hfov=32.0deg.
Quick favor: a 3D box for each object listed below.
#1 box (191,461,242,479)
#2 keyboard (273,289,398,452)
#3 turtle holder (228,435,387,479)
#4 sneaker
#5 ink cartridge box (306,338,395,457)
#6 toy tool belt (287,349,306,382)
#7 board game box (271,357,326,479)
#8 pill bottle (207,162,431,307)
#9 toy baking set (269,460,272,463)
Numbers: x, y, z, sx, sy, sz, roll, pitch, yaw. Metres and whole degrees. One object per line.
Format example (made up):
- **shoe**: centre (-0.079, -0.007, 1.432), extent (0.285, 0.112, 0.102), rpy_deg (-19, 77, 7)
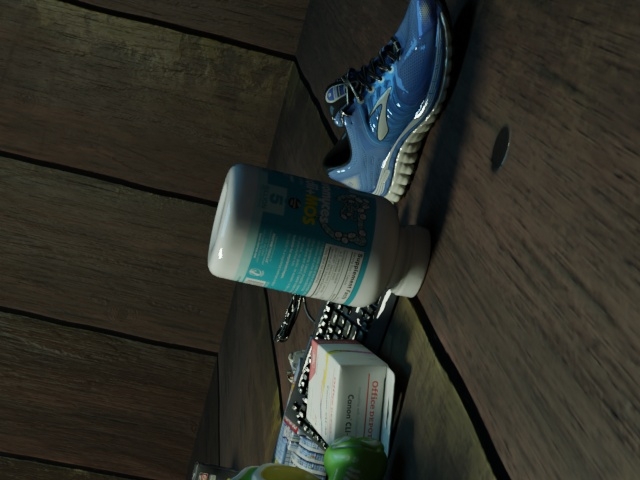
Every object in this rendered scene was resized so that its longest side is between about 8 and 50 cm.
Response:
- **box**: centre (-0.134, 0.486, 1.783), extent (0.056, 0.183, 0.231), rpy_deg (140, 142, -76)
- **keyboard**: centre (0.003, 0.134, 1.600), extent (0.201, 0.033, 0.317), rpy_deg (41, 124, 38)
- **turtle holder**: centre (-0.060, 0.367, 1.353), extent (0.227, 0.243, 0.320), rpy_deg (-54, -26, -61)
- **sneaker**: centre (0.085, -0.198, 1.524), extent (0.130, 0.147, 0.330), rpy_deg (-91, 18, -55)
- **ink cartridge box**: centre (0.037, 0.202, 1.441), extent (0.198, 0.067, 0.115), rpy_deg (-156, 69, -75)
- **toy tool belt**: centre (-0.030, 0.232, 1.949), extent (0.083, 0.052, 0.051), rpy_deg (-86, -18, -57)
- **board game box**: centre (-0.020, 0.287, 1.753), extent (0.194, 0.060, 0.194), rpy_deg (175, 107, -80)
- **pill bottle**: centre (0.000, 0.000, 1.400), extent (0.146, 0.264, 0.146), rpy_deg (-167, 90, -79)
- **toy baking set**: centre (-0.142, 0.505, 2.026), extent (0.256, 0.030, 0.197), rpy_deg (-54, 18, -18)
